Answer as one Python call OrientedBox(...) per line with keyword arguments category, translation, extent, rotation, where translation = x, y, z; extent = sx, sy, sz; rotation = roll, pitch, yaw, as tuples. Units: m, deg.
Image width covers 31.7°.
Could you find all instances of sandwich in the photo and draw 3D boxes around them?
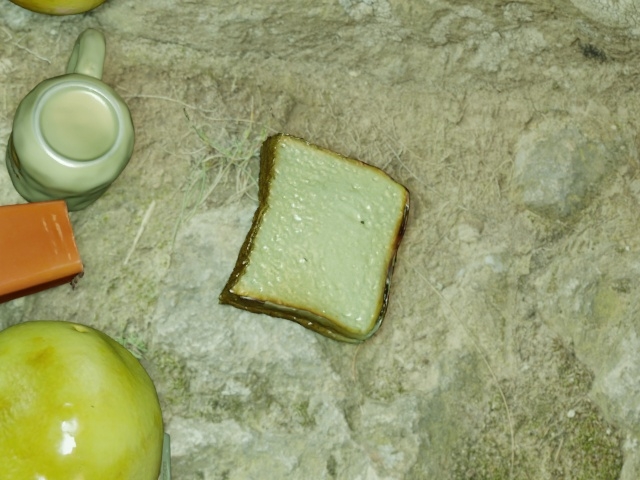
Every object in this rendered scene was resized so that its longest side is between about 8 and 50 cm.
OrientedBox(category="sandwich", translation=(0.000, 0.000, 1.841), extent=(0.271, 0.099, 0.301), rotation=(22, 68, -20))

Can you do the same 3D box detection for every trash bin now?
OrientedBox(category="trash bin", translation=(-0.470, 0.038, 1.619), extent=(0.239, 0.161, 0.184), rotation=(-11, 82, -27))

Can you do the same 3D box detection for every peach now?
OrientedBox(category="peach", translation=(-0.362, 0.277, 1.531), extent=(0.314, 0.281, 0.315), rotation=(-38, 61, -8))

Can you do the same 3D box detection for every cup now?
OrientedBox(category="cup", translation=(-0.352, -0.174, 1.685), extent=(0.173, 0.202, 0.255), rotation=(36, 67, -10))

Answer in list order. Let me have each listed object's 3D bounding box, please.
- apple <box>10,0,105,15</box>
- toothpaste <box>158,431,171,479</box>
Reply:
OrientedBox(category="apple", translation=(-0.406, -0.476, 1.696), extent=(0.233, 0.286, 0.286), rotation=(9, 75, -11))
OrientedBox(category="toothpaste", translation=(-0.246, 0.382, 1.692), extent=(0.060, 0.038, 0.233), rotation=(3, 80, -17))
